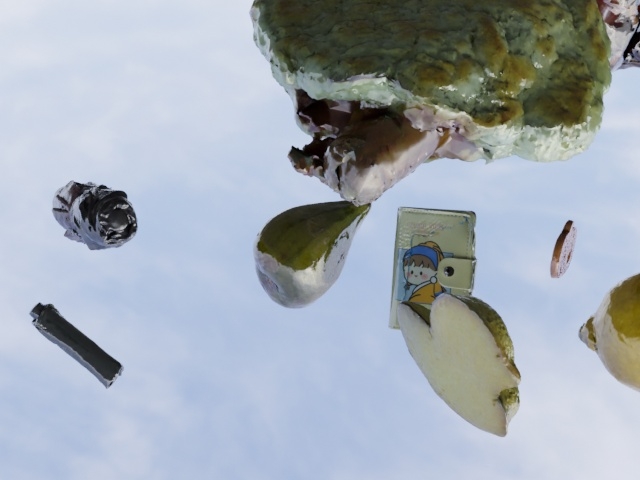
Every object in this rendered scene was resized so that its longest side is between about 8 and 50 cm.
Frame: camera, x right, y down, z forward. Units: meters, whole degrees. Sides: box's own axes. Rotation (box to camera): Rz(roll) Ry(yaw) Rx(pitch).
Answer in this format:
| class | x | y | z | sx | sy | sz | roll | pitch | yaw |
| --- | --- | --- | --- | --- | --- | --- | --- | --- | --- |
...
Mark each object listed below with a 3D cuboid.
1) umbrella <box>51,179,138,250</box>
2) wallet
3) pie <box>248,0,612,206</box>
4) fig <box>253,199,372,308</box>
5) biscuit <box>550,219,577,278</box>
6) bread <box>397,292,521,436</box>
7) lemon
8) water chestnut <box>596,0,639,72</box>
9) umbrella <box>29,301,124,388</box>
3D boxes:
| class | x | y | z | sx | sy | sz | roll | pitch | yaw |
| --- | --- | --- | --- | --- | --- | --- | --- | --- | --- |
| umbrella | -0.324 | -0.038 | 1.729 | 0.090 | 0.094 | 0.326 | 21 | 176 | -23 |
| wallet | 0.139 | 0.038 | 1.525 | 0.110 | 0.155 | 0.039 | 4 | -178 | 26 |
| pie | 0.082 | -0.153 | 0.926 | 0.274 | 0.105 | 0.257 | -12 | -126 | -16 |
| fig | -0.015 | 0.000 | 1.672 | 0.126 | 0.133 | 0.185 | 4 | -135 | 37 |
| biscuit | 0.322 | 0.010 | 1.638 | 0.015 | 0.078 | 0.091 | 14 | -165 | 21 |
| bread | 0.149 | 0.104 | 1.262 | 0.065 | 0.149 | 0.188 | -24 | -144 | -22 |
| lemon | 0.493 | 0.130 | 1.740 | 0.257 | 0.188 | 0.188 | 1 | -160 | 25 |
| water chestnut | 0.432 | -0.346 | 1.867 | 0.300 | 0.300 | 0.300 | 4 | -156 | -2 |
| umbrella | -0.288 | 0.122 | 1.450 | 0.133 | 0.031 | 0.036 | 42 | -165 | -12 |
